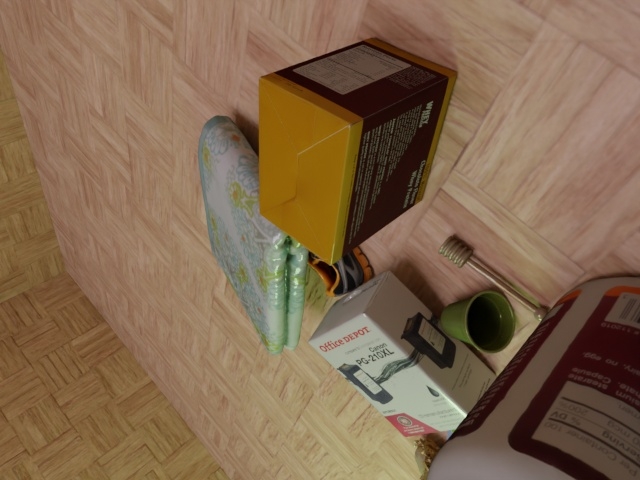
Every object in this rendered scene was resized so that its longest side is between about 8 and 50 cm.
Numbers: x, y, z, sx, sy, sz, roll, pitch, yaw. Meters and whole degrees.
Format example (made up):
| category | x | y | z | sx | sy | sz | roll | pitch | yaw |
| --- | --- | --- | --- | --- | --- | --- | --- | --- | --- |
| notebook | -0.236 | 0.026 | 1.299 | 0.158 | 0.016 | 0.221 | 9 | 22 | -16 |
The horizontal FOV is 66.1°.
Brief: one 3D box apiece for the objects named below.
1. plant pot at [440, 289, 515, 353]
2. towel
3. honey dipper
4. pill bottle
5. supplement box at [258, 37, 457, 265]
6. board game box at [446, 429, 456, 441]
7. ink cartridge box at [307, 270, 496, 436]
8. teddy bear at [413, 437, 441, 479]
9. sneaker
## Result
| category | x | y | z | sx | sy | sz | roll | pitch | yaw |
| --- | --- | --- | --- | --- | --- | --- | --- | --- | --- |
| plant pot | 0.211 | 0.113 | 0.686 | 0.083 | 0.083 | 0.079 | 60 | 157 | -5 |
| towel | -0.126 | 0.001 | 0.928 | 0.320 | 0.090 | 0.374 | 52 | 152 | 34 |
| honey dipper | 0.230 | 0.052 | 0.652 | 0.161 | 0.030 | 0.030 | 39 | 142 | 18 |
| pill bottle | 0.241 | 0.220 | 0.449 | 0.224 | 0.392 | 0.224 | 31 | 138 | 32 |
| supplement box | 0.039 | -0.113 | 0.599 | 0.129 | 0.194 | 0.191 | 35 | 140 | 28 |
| board game box | 0.285 | 0.342 | 0.734 | 0.211 | 0.039 | 0.160 | 2 | 83 | 50 |
| ink cartridge box | 0.122 | 0.185 | 0.773 | 0.237 | 0.100 | 0.172 | 45 | 140 | -5 |
| teddy bear | 0.296 | 0.480 | 0.864 | 0.338 | 0.113 | 0.245 | 1 | 109 | 58 |
| sneaker | 0.000 | 0.000 | 0.838 | 0.215 | 0.083 | 0.084 | 55 | 147 | 5 |
